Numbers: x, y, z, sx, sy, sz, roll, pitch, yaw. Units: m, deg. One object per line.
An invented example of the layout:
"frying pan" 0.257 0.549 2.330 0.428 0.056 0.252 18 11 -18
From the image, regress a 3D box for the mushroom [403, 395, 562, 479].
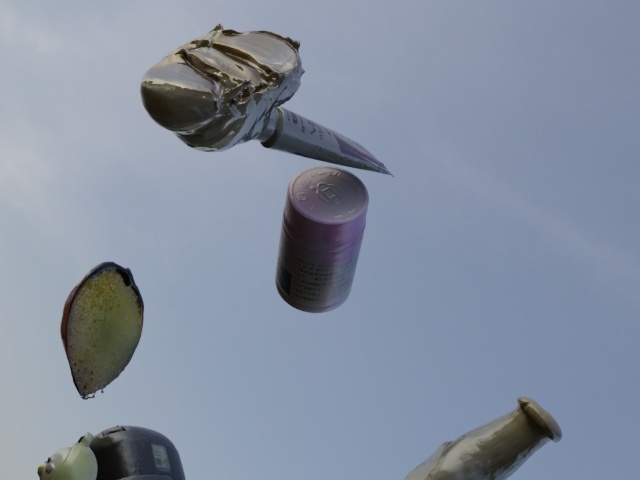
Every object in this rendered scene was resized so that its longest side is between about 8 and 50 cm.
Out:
"mushroom" 0.224 0.314 1.489 0.096 0.247 0.108 53 -8 46

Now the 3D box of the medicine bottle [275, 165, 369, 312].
"medicine bottle" 0.000 0.000 1.921 0.152 0.152 0.254 46 -33 29

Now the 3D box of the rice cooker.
"rice cooker" -0.420 0.529 2.250 0.267 0.267 0.224 104 -30 -52

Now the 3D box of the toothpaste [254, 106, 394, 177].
"toothpaste" -0.008 -0.169 1.779 0.114 0.299 0.073 47 -64 50

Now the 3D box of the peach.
"peach" -0.448 0.181 2.103 0.068 0.279 0.189 -2 -24 45

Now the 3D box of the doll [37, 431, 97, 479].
"doll" -0.437 0.426 1.625 0.117 0.296 0.141 24 -30 -6

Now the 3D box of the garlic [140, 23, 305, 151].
"garlic" -0.126 -0.188 1.401 0.178 0.229 0.142 36 -44 41
